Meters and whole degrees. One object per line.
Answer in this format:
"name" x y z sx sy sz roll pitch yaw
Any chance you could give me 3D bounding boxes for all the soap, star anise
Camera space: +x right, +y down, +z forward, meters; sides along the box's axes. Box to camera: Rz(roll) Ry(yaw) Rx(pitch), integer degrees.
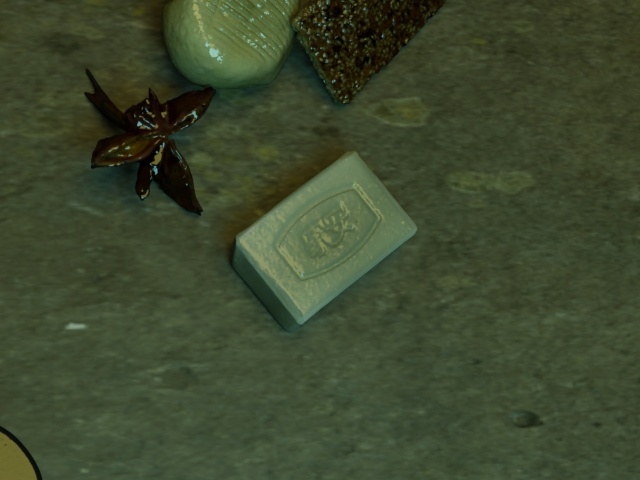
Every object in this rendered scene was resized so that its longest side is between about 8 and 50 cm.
"soap" 0.000 0.000 1.732 0.183 0.064 0.121 -38 87 -24
"star anise" -0.205 -0.112 1.718 0.158 0.144 0.140 14 85 -43

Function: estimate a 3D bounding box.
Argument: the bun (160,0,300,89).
"bun" -0.102 -0.250 1.775 0.164 0.111 0.188 30 64 -25

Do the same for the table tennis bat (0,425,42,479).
"table tennis bat" -0.323 0.278 1.558 0.236 0.027 0.150 46 65 5

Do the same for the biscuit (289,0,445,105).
"biscuit" 0.068 -0.276 1.833 0.237 0.026 0.131 -47 128 -24
